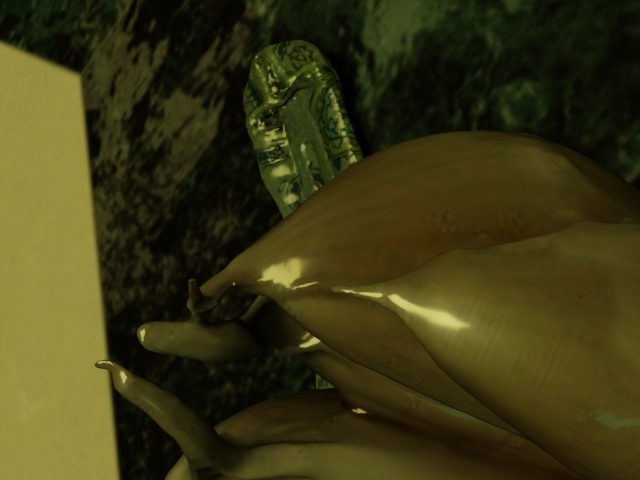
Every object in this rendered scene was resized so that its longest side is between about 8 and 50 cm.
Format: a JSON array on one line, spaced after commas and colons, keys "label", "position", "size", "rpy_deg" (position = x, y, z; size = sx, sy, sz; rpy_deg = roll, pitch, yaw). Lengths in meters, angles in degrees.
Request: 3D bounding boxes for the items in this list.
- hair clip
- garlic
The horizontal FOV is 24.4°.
[{"label": "hair clip", "position": [0.002, 0.000, 0.720], "size": [0.066, 0.036, 0.229], "rpy_deg": [-30, 56, 30]}, {"label": "garlic", "position": [0.066, 0.076, 0.515], "size": [0.237, 0.292, 0.210], "rpy_deg": [179, 110, -83]}]
